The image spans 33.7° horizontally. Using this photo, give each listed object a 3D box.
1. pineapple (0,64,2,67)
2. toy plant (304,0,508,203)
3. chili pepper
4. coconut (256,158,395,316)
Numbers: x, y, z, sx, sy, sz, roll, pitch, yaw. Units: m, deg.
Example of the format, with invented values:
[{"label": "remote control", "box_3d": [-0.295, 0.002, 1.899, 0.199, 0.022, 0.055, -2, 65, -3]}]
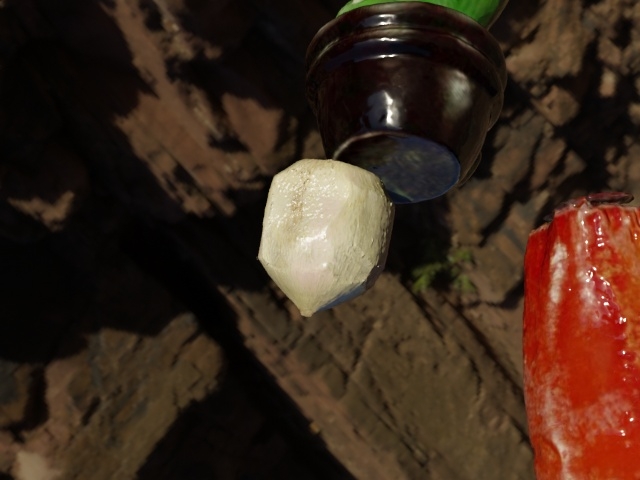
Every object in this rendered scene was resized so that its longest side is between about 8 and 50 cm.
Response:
[{"label": "pineapple", "box_3d": [-0.269, -0.150, 0.728, 0.175, 0.361, 0.175, 38, 164, 13]}, {"label": "toy plant", "box_3d": [0.079, -0.163, 0.908, 0.175, 0.235, 0.218, 21, 151, -27]}, {"label": "chili pepper", "box_3d": [0.101, 0.052, 0.335, 0.071, 0.123, 0.073, -10, 155, 25]}, {"label": "coconut", "box_3d": [0.000, 0.000, 0.849, 0.110, 0.124, 0.110, 14, 171, 2]}]
